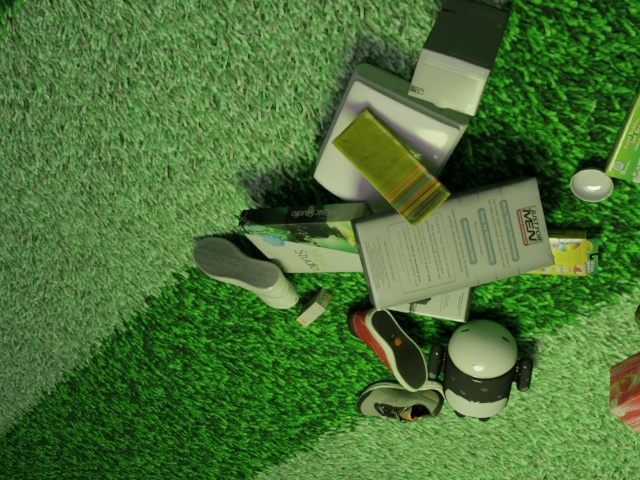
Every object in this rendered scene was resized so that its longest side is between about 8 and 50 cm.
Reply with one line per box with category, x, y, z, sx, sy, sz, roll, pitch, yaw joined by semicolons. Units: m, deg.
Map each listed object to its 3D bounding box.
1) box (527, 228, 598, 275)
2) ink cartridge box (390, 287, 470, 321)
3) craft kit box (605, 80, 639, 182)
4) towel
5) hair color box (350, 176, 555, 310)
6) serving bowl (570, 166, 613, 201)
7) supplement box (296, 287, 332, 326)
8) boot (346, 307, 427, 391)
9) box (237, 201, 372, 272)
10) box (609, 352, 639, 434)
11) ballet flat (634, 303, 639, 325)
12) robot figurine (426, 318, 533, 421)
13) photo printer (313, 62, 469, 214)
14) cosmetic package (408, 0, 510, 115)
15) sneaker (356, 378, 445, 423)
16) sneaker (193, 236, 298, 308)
box;0.517;0.024;1.635;0.179;0.043;0.105;4;127;22
ink cartridge box;0.246;0.134;1.749;0.209;0.153;0.086;9;86;16
craft kit box;0.694;-0.202;1.379;0.247;0.061;0.249;14;130;7
towel;0.138;-0.142;1.451;0.102;0.021;0.237;-44;89;-4
hair color box;0.267;0.002;1.524;0.375;0.113;0.185;-14;95;-1
serving bowl;0.554;-0.119;1.512;0.083;0.027;0.083;16;139;14
supplement box;-0.017;0.177;1.951;0.036;0.062;0.098;39;130;-9
boot;0.166;0.277;1.907;0.244;0.088;0.176;57;157;-7
box;0.000;0.000;1.737;0.322;0.058;0.232;-4;149;29
box;0.824;0.319;1.680;0.154;0.142;0.300;37;131;-9
ballet flat;0.829;0.140;1.539;0.343;0.124;0.116;-12;91;31
robot figurine;0.393;0.322;1.838;0.209;0.173;0.278;-18;131;-19
photo printer;0.134;-0.189;1.572;0.256;0.107;0.307;26;131;0
cosmetic package;0.250;-0.334;1.324;0.127;0.238;0.107;19;131;6
sneaker;0.215;0.453;2.051;0.272;0.108;0.100;-16;121;32
sneaker;-0.190;0.095;1.923;0.293;0.108;0.169;24;164;33
